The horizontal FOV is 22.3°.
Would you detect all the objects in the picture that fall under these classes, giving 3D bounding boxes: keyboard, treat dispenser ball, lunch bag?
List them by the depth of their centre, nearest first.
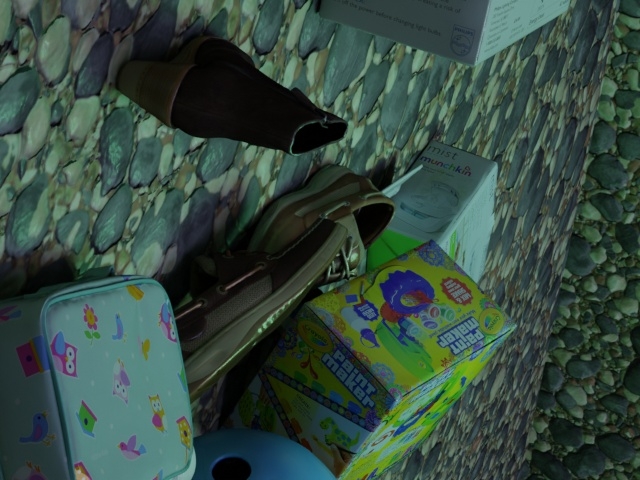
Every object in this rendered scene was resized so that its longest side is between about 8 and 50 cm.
[{"bbox_3d":[-0.224,0.141,1.552,0.279,0.108,0.224,-10,87,-72],"label":"lunch bag"},{"bbox_3d":[-0.098,0.372,1.958,0.288,0.288,0.288,-54,156,-37],"label":"treat dispenser ball"},{"bbox_3d":[0.079,-0.058,2.372,0.072,0.014,0.256,-46,175,31],"label":"keyboard"}]

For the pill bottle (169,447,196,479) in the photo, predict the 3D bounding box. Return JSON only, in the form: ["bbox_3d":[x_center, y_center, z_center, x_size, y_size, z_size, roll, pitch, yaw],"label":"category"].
[{"bbox_3d":[-0.232,0.272,1.727,0.229,0.131,0.131,-36,143,-58],"label":"pill bottle"}]

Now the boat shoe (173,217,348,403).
[{"bbox_3d":[-0.099,0.058,1.880,0.342,0.123,0.123,-43,174,-35],"label":"boat shoe"}]

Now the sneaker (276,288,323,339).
[{"bbox_3d":[-0.021,0.107,2.249,0.084,0.058,0.152,-55,152,-14],"label":"sneaker"}]

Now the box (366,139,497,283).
[{"bbox_3d":[0.178,0.016,2.599,0.231,0.127,0.262,-54,156,-40],"label":"box"}]

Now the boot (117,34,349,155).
[{"bbox_3d":[-0.066,-0.135,1.637,0.248,0.207,0.090,-22,130,-65],"label":"boot"}]

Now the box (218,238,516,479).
[{"bbox_3d":[0.064,0.187,2.174,0.290,0.177,0.279,-24,155,-48],"label":"box"}]

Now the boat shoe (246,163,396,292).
[{"bbox_3d":[0.000,0.000,2.103,0.324,0.116,0.123,-47,151,-48],"label":"boat shoe"}]

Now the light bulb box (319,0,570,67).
[{"bbox_3d":[0.197,-0.448,2.005,0.358,0.225,0.361,-35,141,-58],"label":"light bulb box"}]
